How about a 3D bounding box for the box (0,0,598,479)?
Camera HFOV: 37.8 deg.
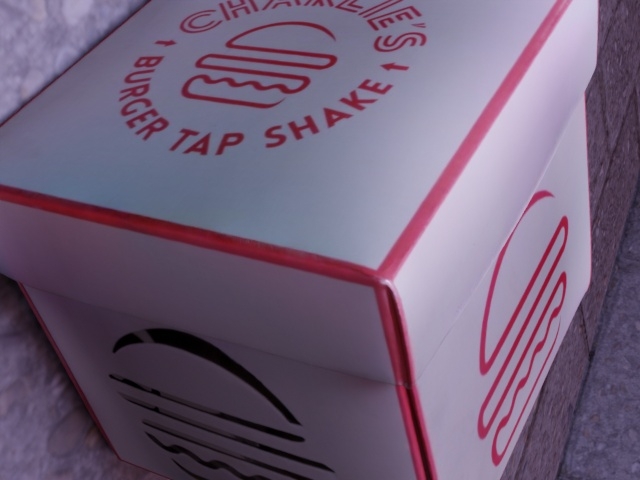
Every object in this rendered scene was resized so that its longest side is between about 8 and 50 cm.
[{"bbox_3d":[0.000,0.000,0.661,0.312,0.314,0.300,-53,143,-37],"label":"box"}]
